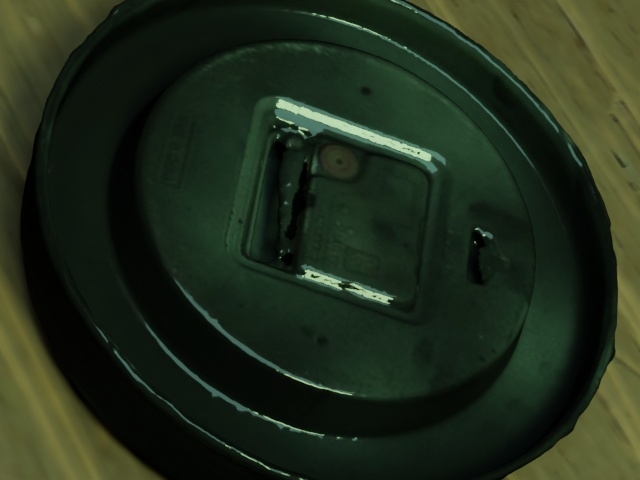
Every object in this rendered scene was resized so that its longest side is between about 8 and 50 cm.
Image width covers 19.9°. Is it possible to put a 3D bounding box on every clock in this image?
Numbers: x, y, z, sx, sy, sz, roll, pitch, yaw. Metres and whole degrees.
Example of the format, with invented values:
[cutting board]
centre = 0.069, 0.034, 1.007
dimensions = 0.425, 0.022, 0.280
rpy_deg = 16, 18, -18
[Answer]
[clock]
centre = 0.000, 0.000, 0.549
dimensions = 0.184, 0.040, 0.184
rpy_deg = 12, 55, -17
